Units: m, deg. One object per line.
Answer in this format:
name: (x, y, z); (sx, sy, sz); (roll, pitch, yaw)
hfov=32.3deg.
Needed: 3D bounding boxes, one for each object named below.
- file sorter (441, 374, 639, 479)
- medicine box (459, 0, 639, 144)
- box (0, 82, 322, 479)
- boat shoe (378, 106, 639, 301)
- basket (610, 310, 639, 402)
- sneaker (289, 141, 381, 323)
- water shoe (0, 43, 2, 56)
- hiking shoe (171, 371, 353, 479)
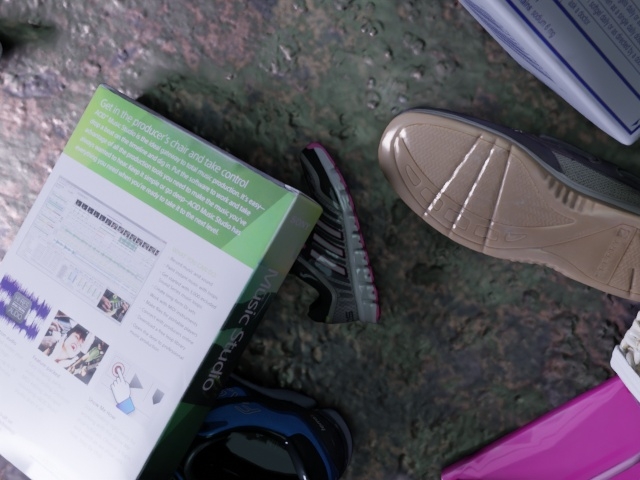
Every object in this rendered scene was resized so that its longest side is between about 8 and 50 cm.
file sorter: (0.260, 0.299, 0.931); (0.202, 0.182, 0.290); (-31, 94, 11)
medicine box: (0.226, -0.262, 0.799); (0.289, 0.149, 0.263); (-47, 135, 10)
box: (-0.171, 0.055, 0.943); (0.232, 0.058, 0.322); (31, 93, 26)
boat shoe: (0.186, -0.038, 0.935); (0.285, 0.092, 0.102); (22, 120, 1)
basket: (0.341, 0.092, 0.886); (0.167, 0.113, 0.103); (4, 118, -22)
sneaker: (0.000, 0.000, 0.977); (0.075, 0.063, 0.170); (-15, 101, 3)
water shoe: (-0.380, -0.151, 1.009); (0.203, 0.073, 0.080); (0, 120, 11)
hiking shoe: (-0.120, 0.157, 0.982); (0.304, 0.132, 0.113); (14, 100, 5)
